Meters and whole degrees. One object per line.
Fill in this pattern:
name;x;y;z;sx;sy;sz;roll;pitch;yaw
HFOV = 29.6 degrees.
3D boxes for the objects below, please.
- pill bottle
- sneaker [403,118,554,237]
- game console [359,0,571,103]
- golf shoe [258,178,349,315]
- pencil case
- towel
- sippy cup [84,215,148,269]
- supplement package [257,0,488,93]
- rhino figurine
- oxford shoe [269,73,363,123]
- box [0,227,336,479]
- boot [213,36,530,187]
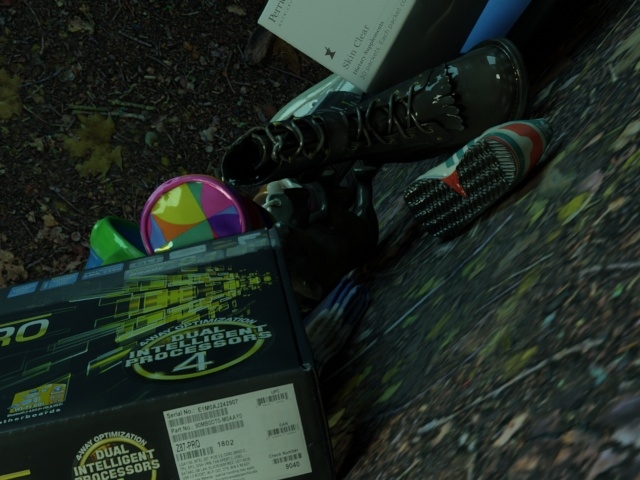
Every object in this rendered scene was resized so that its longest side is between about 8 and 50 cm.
pill bottle;-0.005;-0.103;1.756;0.130;0.130;0.246;-40;10;47
sneaker;0.132;-0.054;0.990;0.075;0.057;0.161;-32;-3;-30
game console;0.207;-0.286;1.450;0.386;0.060;0.342;-54;15;-1
golf shoe;-0.044;0.019;1.355;0.105;0.120;0.273;-42;10;25
pencil case;-0.093;-0.001;1.138;0.104;0.104;0.236;-47;-10;3
towel;-0.061;0.157;1.024;0.209;0.034;0.285;-46;5;31
sippy cup;-0.207;0.125;1.400;0.224;0.305;0.240;-58;35;5
supplement package;0.091;-0.298;1.253;0.262;0.145;0.204;-62;-20;17
rhino figurine;0.000;0.000;1.175;0.073;0.106;0.243;2;15;19
oxford shoe;0.110;-0.241;1.920;0.449;0.169;0.130;-38;50;11
box;-0.201;0.113;0.874;0.394;0.097;0.318;-13;15;-2
boot;0.043;-0.103;1.127;0.229;0.091;0.263;-14;-7;-34
